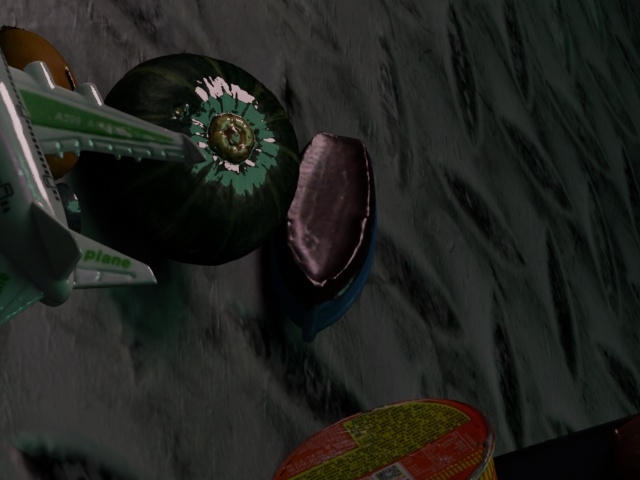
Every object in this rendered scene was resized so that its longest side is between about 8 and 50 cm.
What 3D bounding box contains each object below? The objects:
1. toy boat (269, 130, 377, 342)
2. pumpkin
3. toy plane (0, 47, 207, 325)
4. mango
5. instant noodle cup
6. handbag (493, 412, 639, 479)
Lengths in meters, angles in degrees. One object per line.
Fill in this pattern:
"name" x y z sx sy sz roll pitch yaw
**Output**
"toy boat" 0.000 0.000 1.539 0.097 0.100 0.223 98 1 -47
"pumpkin" -0.095 -0.064 1.303 0.167 0.125 0.167 3 82 -23
"toy plane" -0.209 -0.059 1.060 0.251 0.101 0.255 -15 66 -33
"mango" -0.201 -0.094 1.177 0.077 0.063 0.127 27 45 -47
"instant noodle cup" 0.080 0.264 1.376 0.193 0.193 0.212 -68 141 -60
"handbag" 0.266 0.322 1.530 0.122 0.329 0.303 24 48 -55
